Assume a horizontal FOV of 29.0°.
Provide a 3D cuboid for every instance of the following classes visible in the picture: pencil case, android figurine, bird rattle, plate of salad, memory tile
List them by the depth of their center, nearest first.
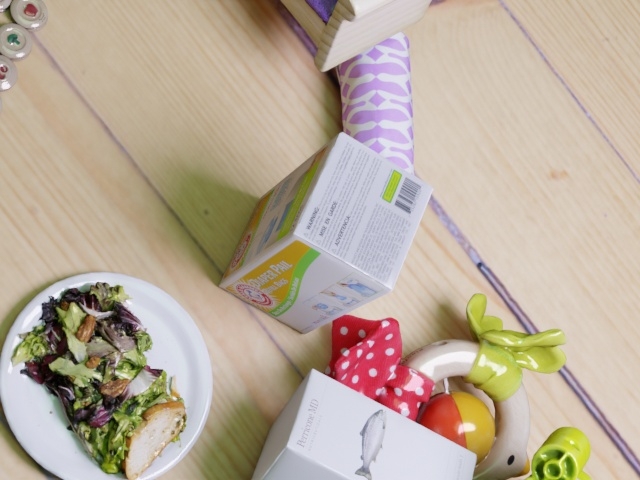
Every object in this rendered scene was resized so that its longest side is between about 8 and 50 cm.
[{"bbox_3d":[-0.188,0.123,1.120,0.199,0.048,0.200,7,72,-23],"label":"plate of salad"},{"bbox_3d":[0.168,0.278,1.138,0.056,0.248,0.273,38,17,16],"label":"android figurine"},{"bbox_3d":[-0.331,-0.190,1.169,0.113,0.012,0.148,26,65,-16],"label":"memory tile"},{"bbox_3d":[0.123,0.160,1.217,0.253,0.143,0.207,-13,96,-25],"label":"bird rattle"},{"bbox_3d":[0.054,-0.124,1.293,0.088,0.086,0.206,-5,71,9],"label":"pencil case"}]

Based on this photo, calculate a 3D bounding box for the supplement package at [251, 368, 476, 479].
[{"bbox_3d":[0.037,0.220,1.134,0.179,0.105,0.105,28,39,-7],"label":"supplement package"}]

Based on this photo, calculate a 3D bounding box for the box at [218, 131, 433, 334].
[{"bbox_3d":[0.000,0.000,1.158,0.103,0.203,0.114,30,66,-14],"label":"box"}]

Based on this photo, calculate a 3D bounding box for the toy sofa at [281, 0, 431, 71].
[{"bbox_3d":[-0.029,-0.366,1.230,0.150,0.177,0.362,-31,75,-29],"label":"toy sofa"}]
